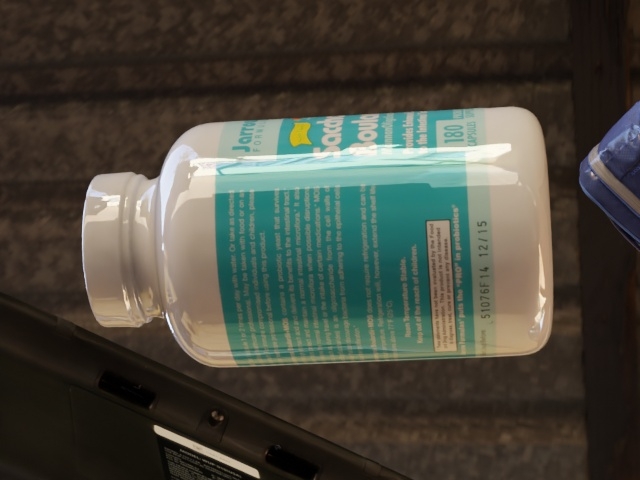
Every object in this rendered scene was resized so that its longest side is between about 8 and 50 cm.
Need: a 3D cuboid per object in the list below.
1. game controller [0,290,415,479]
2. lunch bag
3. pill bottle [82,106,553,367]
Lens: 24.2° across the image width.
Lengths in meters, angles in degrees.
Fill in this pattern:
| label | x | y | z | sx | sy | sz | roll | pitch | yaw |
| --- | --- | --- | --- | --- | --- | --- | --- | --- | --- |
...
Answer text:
| label | x | y | z | sx | sy | sz | roll | pitch | yaw |
| --- | --- | --- | --- | --- | --- | --- | --- | --- | --- |
| game controller | -0.055 | 0.112 | 0.656 | 0.319 | 0.166 | 0.067 | 26 | -70 | -18 |
| lunch bag | 0.200 | -0.026 | 0.869 | 0.098 | 0.067 | 0.065 | 42 | -66 | -3 |
| pill bottle | 0.000 | 0.000 | 0.876 | 0.264 | 0.146 | 0.146 | -3 | -70 | 5 |
